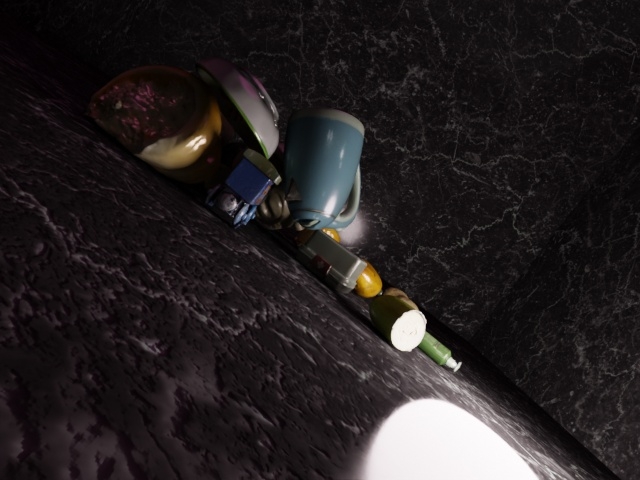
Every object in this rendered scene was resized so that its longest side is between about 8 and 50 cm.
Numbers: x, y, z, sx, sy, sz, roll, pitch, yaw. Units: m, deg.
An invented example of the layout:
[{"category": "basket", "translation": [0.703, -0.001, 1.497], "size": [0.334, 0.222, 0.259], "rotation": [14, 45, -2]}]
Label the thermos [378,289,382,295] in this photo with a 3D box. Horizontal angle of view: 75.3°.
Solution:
[{"category": "thermos", "translation": [0.204, 0.195, 1.855], "size": [0.187, 0.083, 0.073], "rotation": [36, 25, -30]}]

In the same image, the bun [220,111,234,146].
[{"category": "bun", "translation": [-0.556, -0.480, 1.771], "size": [0.365, 0.219, 0.365], "rotation": [13, -5, 1]}]

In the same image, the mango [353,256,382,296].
[{"category": "mango", "translation": [0.156, 0.146, 1.607], "size": [0.177, 0.120, 0.295], "rotation": [45, 6, 5]}]

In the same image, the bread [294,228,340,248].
[{"category": "bread", "translation": [-0.003, 0.001, 1.651], "size": [0.147, 0.160, 0.260], "rotation": [42, -4, -14]}]

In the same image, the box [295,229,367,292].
[{"category": "box", "translation": [0.037, 0.068, 1.354], "size": [0.210, 0.129, 0.148], "rotation": [37, 3, 20]}]

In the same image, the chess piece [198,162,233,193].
[{"category": "chess piece", "translation": [-0.416, -0.252, 1.377], "size": [0.307, 0.124, 0.139], "rotation": [35, 35, 28]}]

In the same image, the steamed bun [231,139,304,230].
[{"category": "steamed bun", "translation": [-0.152, -0.178, 1.518], "size": [0.367, 0.255, 0.342], "rotation": [18, -38, -2]}]

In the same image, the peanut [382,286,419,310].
[{"category": "peanut", "translation": [0.361, 0.288, 1.851], "size": [0.117, 0.101, 0.263], "rotation": [15, 10, -16]}]

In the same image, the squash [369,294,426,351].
[{"category": "squash", "translation": [0.203, 0.217, 1.185], "size": [0.123, 0.123, 0.186], "rotation": [35, 1, -30]}]

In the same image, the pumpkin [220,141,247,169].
[{"category": "pumpkin", "translation": [-0.331, -0.289, 1.840], "size": [0.300, 0.207, 0.300], "rotation": [45, -7, 8]}]

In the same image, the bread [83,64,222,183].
[{"category": "bread", "translation": [-0.462, -0.322, 1.183], "size": [0.424, 0.329, 0.245], "rotation": [38, -37, 28]}]

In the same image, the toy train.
[{"category": "toy train", "translation": [-0.210, -0.148, 1.182], "size": [0.131, 0.202, 0.300], "rotation": [39, 2, -6]}]

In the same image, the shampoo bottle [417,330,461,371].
[{"category": "shampoo bottle", "translation": [0.381, 0.362, 1.404], "size": [0.204, 0.065, 0.065], "rotation": [39, 4, 27]}]

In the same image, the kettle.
[{"category": "kettle", "translation": [0.023, -0.194, 1.317], "size": [0.319, 0.342, 0.247], "rotation": [15, -11, -41]}]

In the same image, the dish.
[{"category": "dish", "translation": [-0.210, -0.399, 1.202], "size": [0.324, 0.124, 0.324], "rotation": [50, -7, 8]}]
